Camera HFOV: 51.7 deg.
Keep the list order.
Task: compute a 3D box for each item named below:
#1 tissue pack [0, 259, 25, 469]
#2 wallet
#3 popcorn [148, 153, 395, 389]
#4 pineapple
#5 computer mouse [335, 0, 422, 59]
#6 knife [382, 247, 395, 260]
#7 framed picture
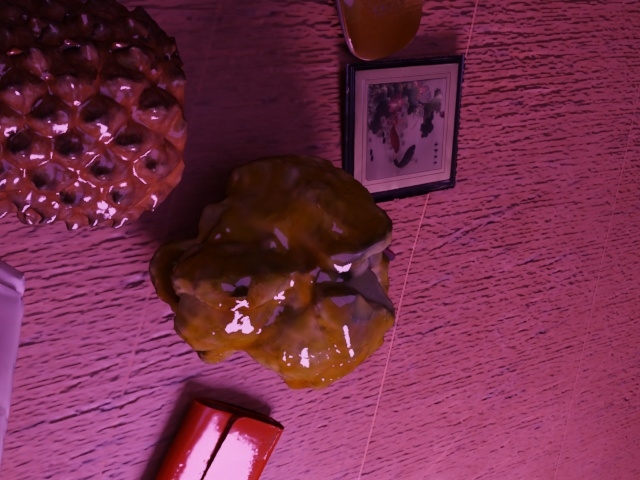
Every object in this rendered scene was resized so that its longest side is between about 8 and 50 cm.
[{"bbox_3d":[-0.384,0.141,0.485,0.193,0.357,0.266,-37,132,21],"label":"tissue pack"},{"bbox_3d":[-0.147,0.316,0.865,0.142,0.045,0.205,27,88,-32],"label":"wallet"},{"bbox_3d":[-0.044,0.044,0.750,0.276,0.225,0.277,2,77,-8],"label":"popcorn"},{"bbox_3d":[-0.303,-0.124,0.556,0.357,0.222,0.223,4,100,-38],"label":"pineapple"},{"bbox_3d":[0.059,-0.350,0.815,0.125,0.056,0.245,-23,111,-23],"label":"computer mouse"},{"bbox_3d":[0.000,0.000,0.891,0.247,0.018,0.036,13,101,-28],"label":"knife"},{"bbox_3d":[0.119,-0.151,0.910,0.199,0.010,0.195,-12,115,-26],"label":"framed picture"}]
